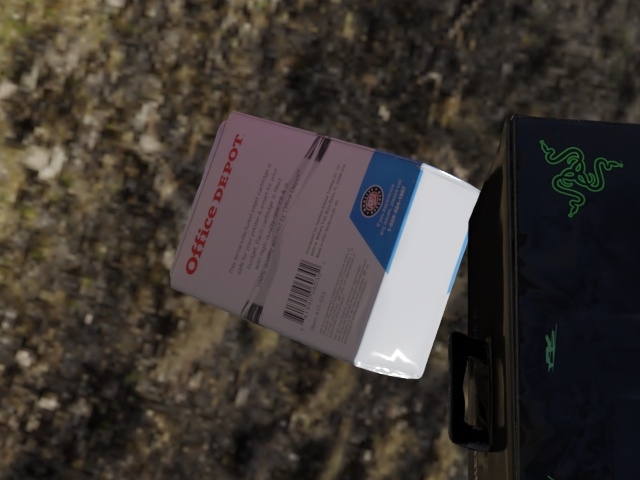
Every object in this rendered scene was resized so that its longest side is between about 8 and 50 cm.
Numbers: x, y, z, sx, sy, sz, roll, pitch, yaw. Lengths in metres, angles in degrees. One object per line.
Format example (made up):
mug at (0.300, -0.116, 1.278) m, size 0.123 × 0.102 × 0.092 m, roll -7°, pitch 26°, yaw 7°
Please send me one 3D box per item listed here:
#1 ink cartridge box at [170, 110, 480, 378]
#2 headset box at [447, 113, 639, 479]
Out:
ink cartridge box at (0.000, 0.000, 1.019) m, size 0.082 × 0.190 × 0.140 m, roll 19°, pitch 90°, yaw -47°
headset box at (0.198, 0.080, 0.691) m, size 0.131 × 0.283 × 0.246 m, roll 99°, pitch -5°, yaw -67°
